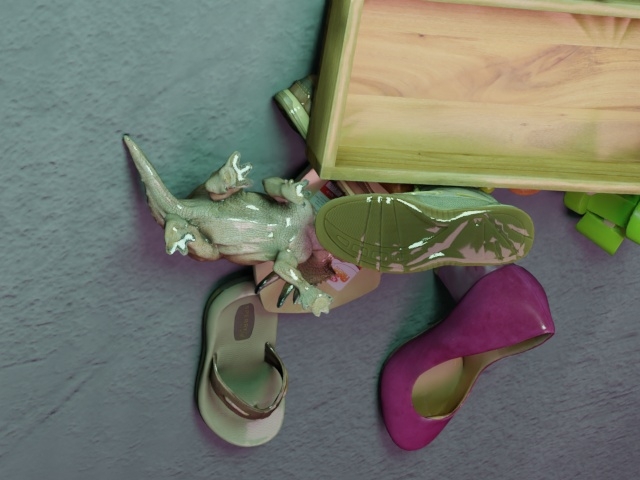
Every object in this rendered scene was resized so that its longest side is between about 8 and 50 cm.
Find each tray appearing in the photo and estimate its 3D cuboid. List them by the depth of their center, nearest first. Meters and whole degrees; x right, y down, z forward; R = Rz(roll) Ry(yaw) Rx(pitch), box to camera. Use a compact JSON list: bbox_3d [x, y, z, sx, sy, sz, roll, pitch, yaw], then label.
[{"bbox_3d":[0.203,-0.158,1.697,0.411,0.076,0.202,2,115,-18],"label":"tray"}]

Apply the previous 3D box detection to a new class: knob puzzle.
[{"bbox_3d":[0.000,0.000,1.867,0.213,0.030,0.213,-14,124,-21],"label":"knob puzzle"}]

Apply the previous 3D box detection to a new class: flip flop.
[{"bbox_3d":[-0.080,0.154,1.953,0.112,0.080,0.277,-17,139,-21],"label":"flip flop"}]

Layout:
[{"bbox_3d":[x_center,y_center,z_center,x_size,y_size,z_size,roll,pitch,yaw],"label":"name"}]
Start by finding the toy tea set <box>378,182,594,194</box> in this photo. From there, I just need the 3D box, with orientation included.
[{"bbox_3d":[0.206,-0.145,1.824,0.336,0.124,0.200,-8,121,-11],"label":"toy tea set"}]

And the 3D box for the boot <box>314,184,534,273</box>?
[{"bbox_3d":[0.093,-0.020,1.693,0.213,0.165,0.077,1,101,-7],"label":"boot"}]

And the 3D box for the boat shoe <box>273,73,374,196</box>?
[{"bbox_3d":[0.018,-0.102,1.752,0.060,0.064,0.178,-37,131,-3],"label":"boat shoe"}]

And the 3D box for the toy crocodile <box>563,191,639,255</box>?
[{"bbox_3d":[0.368,-0.106,1.982,0.105,0.115,0.340,-45,153,-37],"label":"toy crocodile"}]

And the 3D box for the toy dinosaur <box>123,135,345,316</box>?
[{"bbox_3d":[-0.080,-0.011,1.728,0.296,0.200,0.127,19,86,-11],"label":"toy dinosaur"}]

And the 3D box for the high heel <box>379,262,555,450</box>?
[{"bbox_3d":[0.176,0.172,2.079,0.127,0.181,0.377,-13,138,-25],"label":"high heel"}]
